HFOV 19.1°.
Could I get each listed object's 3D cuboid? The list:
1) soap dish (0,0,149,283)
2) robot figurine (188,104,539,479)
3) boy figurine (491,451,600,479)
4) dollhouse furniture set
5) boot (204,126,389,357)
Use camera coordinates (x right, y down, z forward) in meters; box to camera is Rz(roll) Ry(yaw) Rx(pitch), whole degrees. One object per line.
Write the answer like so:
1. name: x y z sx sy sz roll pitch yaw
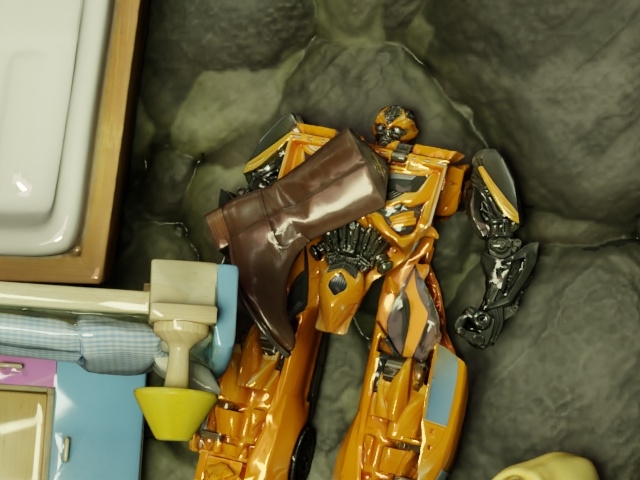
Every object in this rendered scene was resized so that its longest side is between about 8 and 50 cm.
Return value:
1. soap dish: -0.253 -0.081 1.251 0.291 0.118 0.229 1 76 17
2. robot figurine: 0.017 0.055 1.181 0.211 0.085 0.291 11 86 17
3. boy figurine: 0.104 0.263 1.114 0.177 0.092 0.285 27 95 41
4. dollhouse furniture set: -0.204 0.113 1.088 0.286 0.303 0.198 4 82 -8
5. boot: 0.000 0.000 1.132 0.114 0.037 0.106 -28 79 6
